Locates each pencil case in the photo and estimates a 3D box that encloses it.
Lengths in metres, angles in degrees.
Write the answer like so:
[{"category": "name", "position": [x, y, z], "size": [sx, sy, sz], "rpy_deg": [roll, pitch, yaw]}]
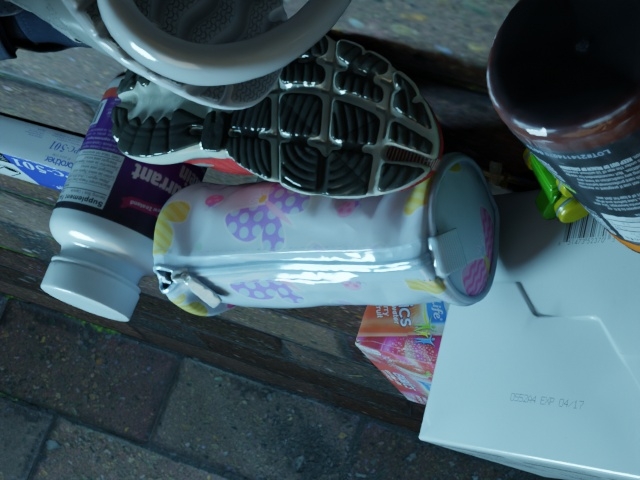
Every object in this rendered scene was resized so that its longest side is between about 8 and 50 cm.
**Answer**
[{"category": "pencil case", "position": [0.000, 0.000, 0.813], "size": [0.273, 0.113, 0.124], "rpy_deg": [-5, -177, 32]}]

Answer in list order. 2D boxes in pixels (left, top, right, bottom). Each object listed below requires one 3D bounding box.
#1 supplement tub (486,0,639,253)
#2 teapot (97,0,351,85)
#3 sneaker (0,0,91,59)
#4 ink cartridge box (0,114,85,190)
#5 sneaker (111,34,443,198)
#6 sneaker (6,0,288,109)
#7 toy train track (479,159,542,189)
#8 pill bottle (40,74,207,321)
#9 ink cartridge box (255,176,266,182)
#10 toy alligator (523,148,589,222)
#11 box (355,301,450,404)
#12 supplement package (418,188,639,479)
[{"category": "supplement tub", "position": [0.177, -0.056, 0.558], "size": [0.106, 0.106, 0.198], "rpy_deg": [7, 161, 41]}, {"category": "teapot", "position": [-0.141, -0.173, 0.387], "size": [0.256, 0.187, 0.252], "rpy_deg": [7, 161, 39]}, {"category": "sneaker", "position": [-0.268, -0.165, 0.708], "size": [0.321, 0.127, 0.126], "rpy_deg": [17, 164, 5]}, {"category": "ink cartridge box", "position": [-0.336, -0.100, 1.178], "size": [0.207, 0.046, 0.097], "rpy_deg": [15, 166, 16]}, {"category": "sneaker", "position": [-0.023, -0.090, 0.766], "size": [0.279, 0.107, 0.118], "rpy_deg": [13, -177, 35]}, {"category": "sneaker", "position": [-0.141, -0.173, 0.600], "size": [0.281, 0.105, 0.115], "rpy_deg": [35, 170, -13]}, {"category": "toy train track", "position": [0.152, -0.042, 0.816], "size": [0.083, 0.014, 0.048], "rpy_deg": [16, 165, 14]}, {"category": "pill bottle", "position": [-0.166, -0.034, 0.903], "size": [0.108, 0.193, 0.108], "rpy_deg": [18, 166, 5]}, {"category": "ink cartridge box", "position": [0.015, -0.029, 0.957], "size": [0.099, 0.056, 0.135], "rpy_deg": [9, 162, 31]}, {"category": "toy alligator", "position": [0.163, -0.065, 0.663], "size": [0.051, 0.056, 0.189], "rpy_deg": [-25, 153, -1]}, {"category": "box", "position": [0.139, 0.100, 1.123], "size": [0.123, 0.128, 0.257], "rpy_deg": [14, 164, 22]}, {"category": "supplement package", "position": [0.224, 0.074, 0.749], "size": [0.145, 0.204, 0.262], "rpy_deg": [22, 166, -30]}]
